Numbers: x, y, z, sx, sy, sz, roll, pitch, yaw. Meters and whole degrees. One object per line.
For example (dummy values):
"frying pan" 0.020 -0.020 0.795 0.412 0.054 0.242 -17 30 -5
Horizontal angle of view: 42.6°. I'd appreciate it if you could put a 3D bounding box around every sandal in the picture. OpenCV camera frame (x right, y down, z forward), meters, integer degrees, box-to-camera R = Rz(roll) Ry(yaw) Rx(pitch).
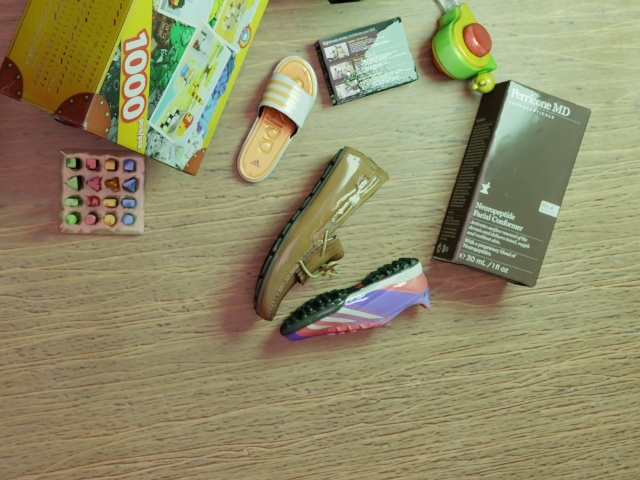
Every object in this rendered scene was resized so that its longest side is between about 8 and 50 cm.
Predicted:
"sandal" -0.079 -0.235 1.609 0.102 0.076 0.265 24 90 -11

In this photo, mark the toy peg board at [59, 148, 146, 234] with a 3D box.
"toy peg board" -0.416 -0.091 1.558 0.161 0.079 0.161 1 94 -10

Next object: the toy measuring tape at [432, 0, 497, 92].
"toy measuring tape" 0.248 -0.435 1.633 0.121 0.121 0.330 -32 95 -7

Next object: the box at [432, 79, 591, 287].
"box" 0.388 -0.112 1.674 0.191 0.143 0.381 17 89 -11

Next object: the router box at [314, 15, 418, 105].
"router box" 0.093 -0.360 1.647 0.179 0.046 0.133 -18 97 -9

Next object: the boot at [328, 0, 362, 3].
"boot" 0.160 -0.664 1.526 0.445 0.146 0.367 -25 98 -24

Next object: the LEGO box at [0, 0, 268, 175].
"LEGO box" -0.274 -0.401 1.390 0.193 0.372 0.500 23 92 19

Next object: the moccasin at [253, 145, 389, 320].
"moccasin" 0.000 0.000 1.620 0.147 0.139 0.380 35 78 -2

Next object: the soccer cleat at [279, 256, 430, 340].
"soccer cleat" 0.075 0.145 1.654 0.318 0.108 0.116 -25 102 -10

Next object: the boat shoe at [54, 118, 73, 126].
"boat shoe" -0.439 -0.348 1.525 0.092 0.103 0.285 8 99 -16
